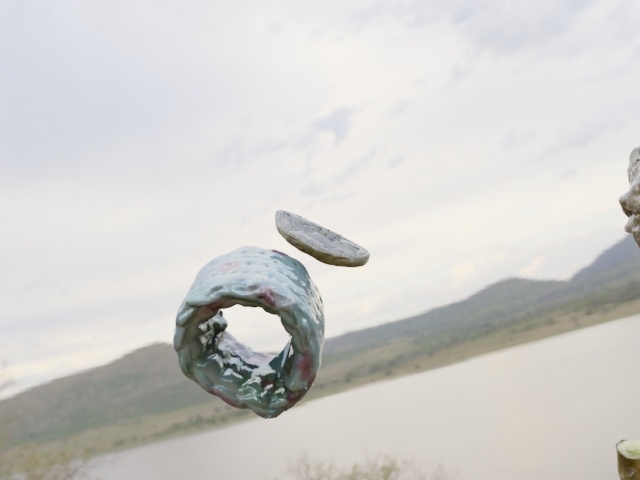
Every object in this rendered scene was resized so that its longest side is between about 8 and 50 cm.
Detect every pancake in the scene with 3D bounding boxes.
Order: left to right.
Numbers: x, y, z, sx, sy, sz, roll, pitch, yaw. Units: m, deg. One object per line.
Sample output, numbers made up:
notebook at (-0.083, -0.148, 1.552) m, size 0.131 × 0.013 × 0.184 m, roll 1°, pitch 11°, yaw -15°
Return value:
pancake at (0.000, 0.000, 1.287) m, size 0.158 × 0.028 × 0.158 m, roll 24°, pitch 12°, yaw -5°

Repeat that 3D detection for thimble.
thimble at (-0.084, 0.122, 1.201) m, size 0.185 × 0.211 × 0.149 m, roll -22°, pitch 16°, yaw 12°

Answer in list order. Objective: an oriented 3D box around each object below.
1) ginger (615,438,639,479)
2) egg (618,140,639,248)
ginger at (0.409, 0.349, 1.012) m, size 0.065 × 0.299 × 0.118 m, roll -7°, pitch -41°, yaw -15°
egg at (0.508, -0.084, 1.088) m, size 0.310 × 0.279 × 0.279 m, roll -29°, pitch -6°, yaw -16°
